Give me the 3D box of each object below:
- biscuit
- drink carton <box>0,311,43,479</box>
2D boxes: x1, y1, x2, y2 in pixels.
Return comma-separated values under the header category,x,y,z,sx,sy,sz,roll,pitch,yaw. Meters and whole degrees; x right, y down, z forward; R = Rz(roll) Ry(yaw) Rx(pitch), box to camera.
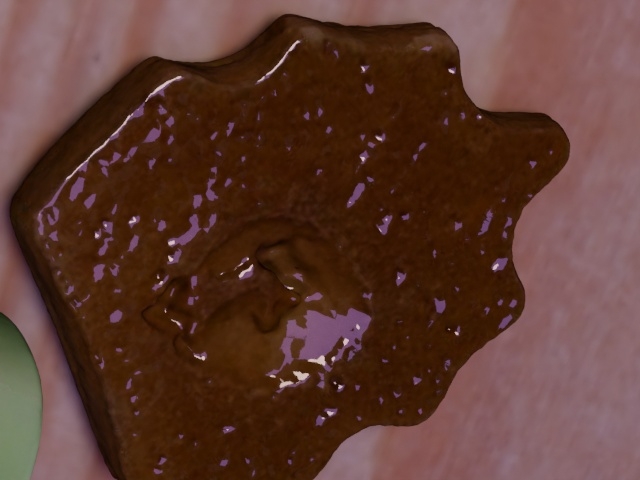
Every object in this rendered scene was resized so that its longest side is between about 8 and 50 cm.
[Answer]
category,x,y,z,sx,sy,sz,roll,pitch,yaw
biscuit,-0.001,-0.001,0.688,0.215,0.034,0.182,-24,116,-14
drink carton,-0.180,0.065,0.590,0.142,0.146,0.144,18,102,-34
